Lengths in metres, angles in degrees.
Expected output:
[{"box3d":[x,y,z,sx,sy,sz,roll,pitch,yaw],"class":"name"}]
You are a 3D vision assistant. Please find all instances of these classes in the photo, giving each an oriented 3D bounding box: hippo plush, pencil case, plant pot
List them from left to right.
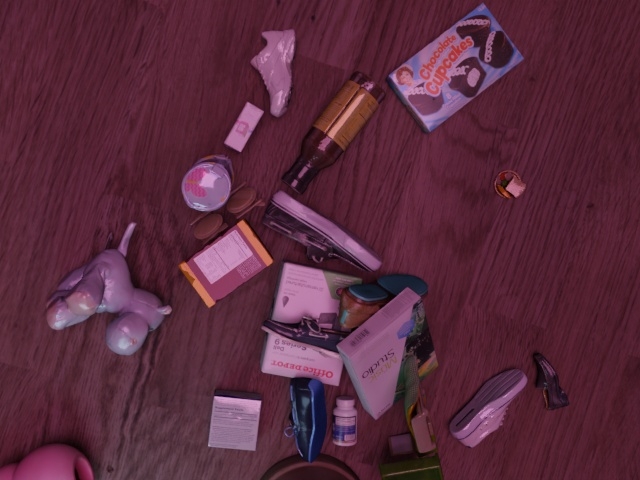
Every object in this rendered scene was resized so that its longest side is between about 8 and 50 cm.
[{"box3d":[-0.522,0.160,1.770,0.236,0.234,0.294,48,45,-23],"class":"hippo plush"},{"box3d":[-0.269,-0.145,1.722,0.124,0.273,0.113,-38,102,4],"class":"pencil case"},{"box3d":[-0.021,0.739,1.777,0.323,0.280,0.323,0,92,-5],"class":"plant pot"}]

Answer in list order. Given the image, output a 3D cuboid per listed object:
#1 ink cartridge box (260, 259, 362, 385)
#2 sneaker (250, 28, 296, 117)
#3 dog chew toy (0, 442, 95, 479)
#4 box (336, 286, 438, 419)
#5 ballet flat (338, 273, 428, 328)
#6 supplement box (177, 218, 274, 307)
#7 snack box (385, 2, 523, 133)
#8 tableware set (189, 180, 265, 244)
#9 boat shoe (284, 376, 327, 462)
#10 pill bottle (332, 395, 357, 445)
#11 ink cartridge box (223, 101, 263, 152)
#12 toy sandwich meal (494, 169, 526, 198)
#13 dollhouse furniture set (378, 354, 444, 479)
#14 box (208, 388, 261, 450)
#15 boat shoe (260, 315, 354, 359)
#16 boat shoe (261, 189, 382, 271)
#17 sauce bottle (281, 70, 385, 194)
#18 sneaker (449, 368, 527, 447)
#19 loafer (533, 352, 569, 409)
[{"box3d":[-0.026,0.213,1.832,0.211,0.121,0.289,12,91,-7],"class":"ink cartridge box"},{"box3d":[-0.125,-0.433,1.822,0.115,0.090,0.232,5,83,1],"class":"sneaker"},{"box3d":[-0.738,0.637,1.750,0.332,0.206,0.206,-20,94,4],"class":"dog chew toy"},{"box3d":[0.178,0.291,1.770,0.232,0.058,0.322,-38,140,-14],"class":"box"},{"box3d":[0.153,0.165,1.793,0.116,0.342,0.124,36,114,27],"class":"ballet flat"},{"box3d":[-0.231,0.053,1.770,0.194,0.191,0.129,-35,94,-3],"class":"supplement box"},{"box3d":[0.355,-0.456,1.872,0.322,0.060,0.187,-38,95,-3],"class":"snack box"},{"box3d":[-0.239,-0.062,1.814,0.194,0.128,0.039,-38,128,-3],"class":"tableware set"},{"box3d":[-0.036,0.452,1.813,0.089,0.109,0.258,13,114,24],"class":"boat shoe"},{"box3d":[0.065,0.481,1.880,0.067,0.067,0.120,1,92,-6],"class":"pill bottle"},{"box3d":[-0.199,-0.287,1.811,0.052,0.088,0.122,31,90,-9],"class":"ink cartridge box"},{"box3d":[0.516,-0.151,1.916,0.085,0.029,0.085,0,92,-6],"class":"toy sandwich meal"},{"box3d":[0.204,0.466,1.775,0.151,0.197,0.301,-12,126,6],"class":"dollhouse furniture set"},{"box3d":[-0.224,0.470,1.848,0.126,0.072,0.137,7,92,-6],"class":"box"},{"box3d":[-0.019,0.227,1.723,0.254,0.095,0.079,19,92,-9],"class":"boat shoe"},{"box3d":[0.000,0.000,1.841,0.335,0.121,0.119,33,97,5],"class":"boat shoe"},{"box3d":[0.026,-0.274,1.823,0.111,0.111,0.344,39,89,-6],"class":"sauce bottle"},{"box3d":[0.466,0.457,1.918,0.258,0.094,0.091,-41,114,2],"class":"sneaker"},{"box3d":[0.622,0.391,1.935,0.061,0.062,0.170,-27,93,1],"class":"loafer"}]
